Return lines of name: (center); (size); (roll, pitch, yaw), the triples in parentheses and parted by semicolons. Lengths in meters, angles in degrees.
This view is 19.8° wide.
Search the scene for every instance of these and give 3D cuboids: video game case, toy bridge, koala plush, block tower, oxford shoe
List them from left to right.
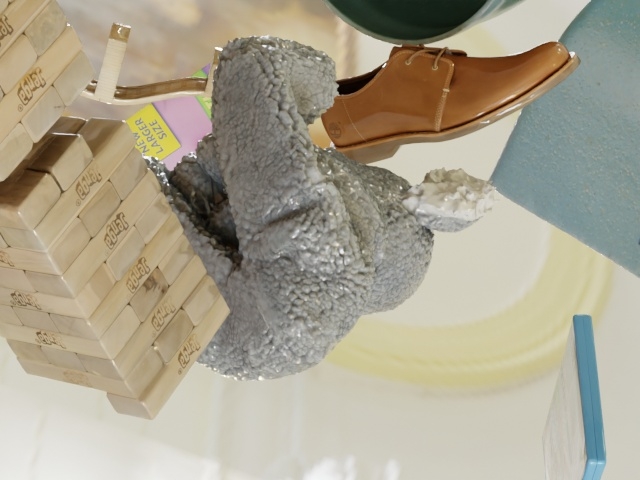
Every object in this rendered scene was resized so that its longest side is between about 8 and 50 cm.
block tower: (-0.165, -0.051, 0.968); (0.097, 0.335, 0.091); (8, -131, 37)
toy bridge: (-0.159, -0.136, 1.405); (0.026, 0.188, 0.063); (-86, -167, -51)
koala plush: (0.000, 0.000, 1.241); (0.196, 0.221, 0.203); (-40, -116, 27)
oxford shoe: (0.091, -0.118, 1.385); (0.212, 0.076, 0.076); (-16, -163, 24)
video game case: (0.178, 0.147, 1.301); (0.166, 0.015, 0.119); (94, -3, -53)

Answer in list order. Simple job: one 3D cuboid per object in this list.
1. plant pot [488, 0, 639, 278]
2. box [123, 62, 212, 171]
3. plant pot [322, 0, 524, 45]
plant pot: (0.343, -0.116, 1.599); (0.248, 0.247, 0.252); (35, -62, 39)
box: (-0.074, -0.026, 1.636); (0.117, 0.213, 0.243); (-35, 176, -5)
plant pot: (0.124, -0.317, 1.486); (0.293, 0.196, 0.293); (19, -63, 43)
